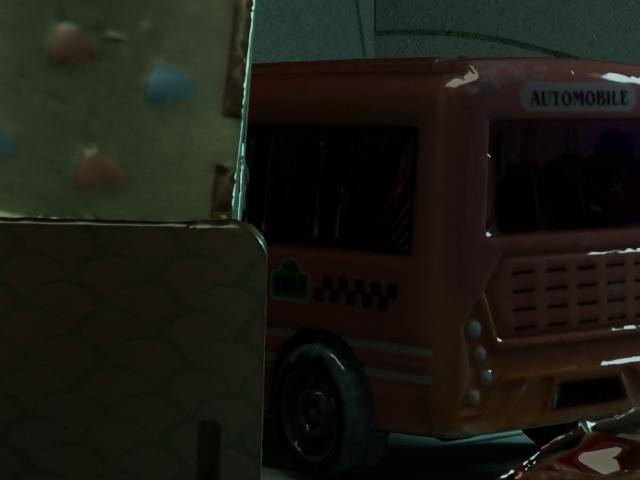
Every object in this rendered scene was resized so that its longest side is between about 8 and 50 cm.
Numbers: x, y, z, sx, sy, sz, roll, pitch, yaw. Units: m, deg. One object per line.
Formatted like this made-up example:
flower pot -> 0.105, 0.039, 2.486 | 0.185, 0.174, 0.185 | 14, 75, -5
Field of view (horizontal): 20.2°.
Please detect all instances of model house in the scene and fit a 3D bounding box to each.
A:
model house -> -0.096, 0.042, 0.647 | 0.169, 0.244, 0.326 | 1, -31, -5

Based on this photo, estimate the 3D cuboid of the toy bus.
toy bus -> 0.000, 0.000, 1.044 | 0.203, 0.233, 0.427 | -3, 5, -38

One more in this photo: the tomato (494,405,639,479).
tomato -> 0.133, 0.104, 0.419 | 0.236, 0.095, 0.237 | -2, 7, 0
